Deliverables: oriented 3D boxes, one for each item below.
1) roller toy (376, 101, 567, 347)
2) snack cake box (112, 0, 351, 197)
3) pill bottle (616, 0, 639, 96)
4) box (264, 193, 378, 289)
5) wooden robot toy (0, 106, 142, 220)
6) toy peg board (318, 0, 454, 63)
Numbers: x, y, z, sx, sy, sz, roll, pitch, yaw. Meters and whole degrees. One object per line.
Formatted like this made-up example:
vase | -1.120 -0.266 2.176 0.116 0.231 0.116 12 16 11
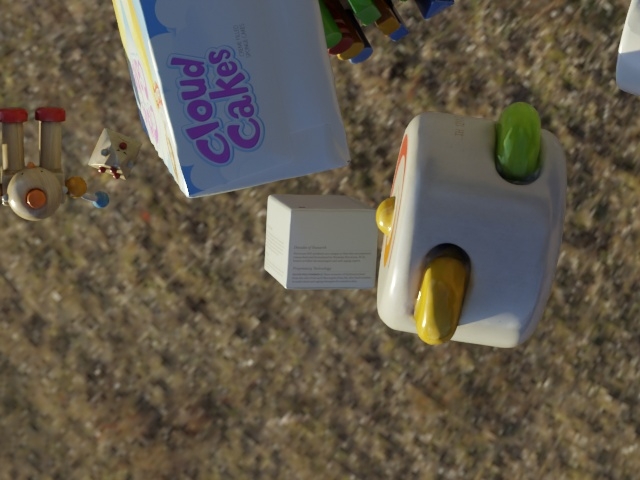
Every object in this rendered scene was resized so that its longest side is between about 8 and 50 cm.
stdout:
roller toy | 0.120 -0.008 1.178 0.146 0.191 0.209 9 82 -1
snack cake box | -0.066 -0.126 0.777 0.089 0.264 0.152 -13 104 -9
pill bottle | 0.396 -0.131 1.040 0.319 0.176 0.176 19 127 19
box | 0.000 0.000 1.474 0.102 0.101 0.087 0 101 -16
wooden robot toy | -0.201 -0.045 0.917 0.173 0.079 0.076 -4 109 -14
toy peg board | 0.050 -0.183 0.978 0.161 0.161 0.079 -31 69 13
